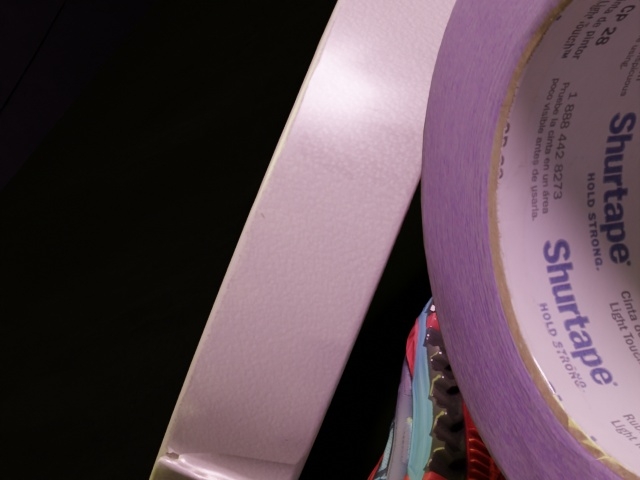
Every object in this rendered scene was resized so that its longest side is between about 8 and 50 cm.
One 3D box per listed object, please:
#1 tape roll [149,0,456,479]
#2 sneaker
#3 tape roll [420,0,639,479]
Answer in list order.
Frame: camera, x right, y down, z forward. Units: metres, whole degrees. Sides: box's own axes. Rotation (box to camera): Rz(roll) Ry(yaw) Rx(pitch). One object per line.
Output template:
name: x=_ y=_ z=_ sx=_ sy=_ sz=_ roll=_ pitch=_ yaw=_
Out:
tape roll: x=0.000 y=0.000 z=1.059 sx=0.392 sy=0.072 sz=0.392 roll=-158 pitch=90 yaw=-90
sneaker: x=0.043 y=0.122 z=0.908 sx=0.125 sy=0.104 sz=0.262 roll=-38 pitch=19 yaw=32
tape roll: x=0.152 y=-0.008 z=0.672 sx=0.090 sy=0.274 sz=0.275 roll=-8 pitch=-6 yaw=-33
